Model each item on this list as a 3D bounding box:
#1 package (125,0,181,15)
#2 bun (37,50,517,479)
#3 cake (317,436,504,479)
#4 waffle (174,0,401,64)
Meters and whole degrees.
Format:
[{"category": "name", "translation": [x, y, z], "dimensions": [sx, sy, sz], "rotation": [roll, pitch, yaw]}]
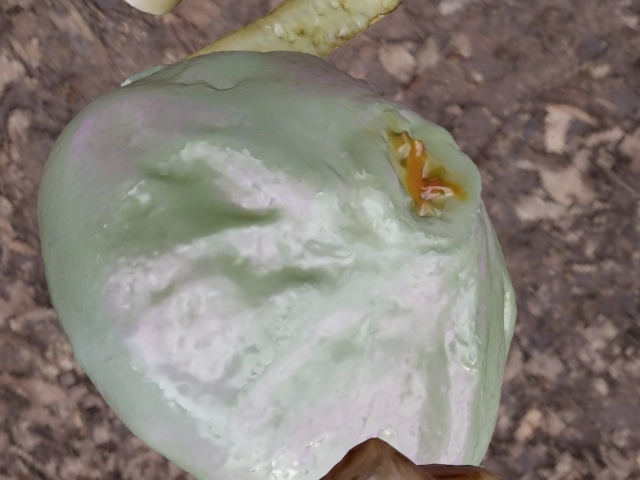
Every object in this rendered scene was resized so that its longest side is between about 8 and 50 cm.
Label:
[{"category": "package", "translation": [-0.047, -0.293, 0.702], "dimensions": [0.165, 0.221, 0.311], "rotation": [20, 138, -34]}, {"category": "bun", "translation": [0.000, 0.000, 0.817], "dimensions": [0.293, 0.293, 0.187], "rotation": [27, 121, -30]}, {"category": "cake", "translation": [0.019, 0.190, 0.378], "dimensions": [0.196, 0.293, 0.199], "rotation": [37, 107, -24]}, {"category": "waffle", "translation": [-0.069, -0.125, 1.146], "dimensions": [0.057, 0.168, 0.274], "rotation": [58, 43, -8]}]
